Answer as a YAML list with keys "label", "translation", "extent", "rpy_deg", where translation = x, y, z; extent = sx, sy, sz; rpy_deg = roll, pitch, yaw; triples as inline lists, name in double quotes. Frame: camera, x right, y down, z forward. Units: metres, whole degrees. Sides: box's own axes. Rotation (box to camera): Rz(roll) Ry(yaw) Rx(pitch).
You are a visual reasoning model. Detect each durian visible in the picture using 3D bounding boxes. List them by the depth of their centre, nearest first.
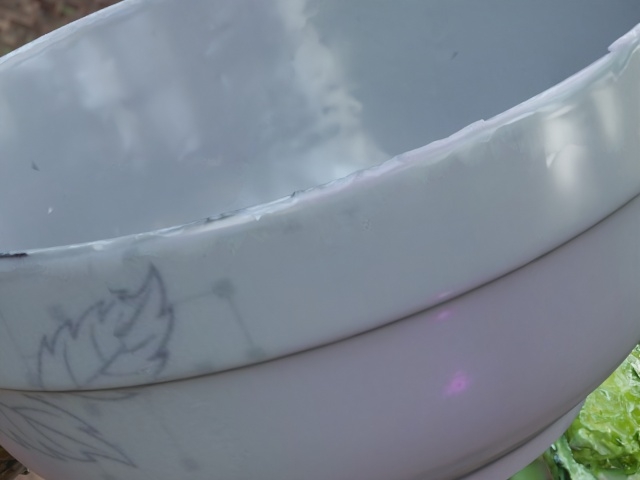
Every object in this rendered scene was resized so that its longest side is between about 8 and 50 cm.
- label: "durian"
  translation: [0.233, 0.145, 1.549]
  extent: [0.132, 0.106, 0.375]
  rpy_deg: [27, 35, -44]

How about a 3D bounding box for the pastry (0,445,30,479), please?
- label: "pastry"
  translation: [-0.331, 0.120, 1.508]
  extent: [0.275, 0.275, 0.193]
  rpy_deg: [-9, 60, -50]

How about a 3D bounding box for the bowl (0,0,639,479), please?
- label: "bowl"
  translation: [0.000, 0.000, 0.637]
  extent: [0.287, 0.144, 0.287]
  rpy_deg: [-16, 21, 7]
